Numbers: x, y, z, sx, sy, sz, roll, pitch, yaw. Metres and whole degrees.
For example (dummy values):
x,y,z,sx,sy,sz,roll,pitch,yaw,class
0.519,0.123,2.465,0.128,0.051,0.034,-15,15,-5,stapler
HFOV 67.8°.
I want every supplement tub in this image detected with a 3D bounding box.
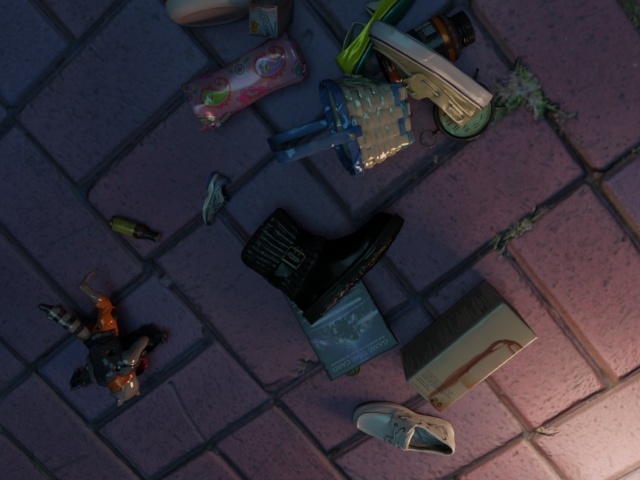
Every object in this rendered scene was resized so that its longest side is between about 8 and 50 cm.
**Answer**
x,y,z,sx,sy,sz,roll,pitch,yaw,class
0.226,-0.408,1.021,0.198,0.106,0.106,-25,101,11,supplement tub
-0.248,-0.600,0.972,0.191,0.191,0.272,-8,104,8,supplement tub

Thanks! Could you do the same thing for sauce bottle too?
x,y,z,sx,sy,sz,roll,pitch,yaw,class
-0.477,-0.026,1.224,0.128,0.042,0.042,20,106,2,sauce bottle

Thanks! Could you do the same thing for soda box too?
x,y,z,sx,sy,sz,roll,pitch,yaw,class
-0.099,-0.474,0.992,0.058,0.183,0.063,9,126,4,soda box

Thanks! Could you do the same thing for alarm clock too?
x,y,z,sx,sy,sz,roll,pitch,yaw,class
0.303,-0.279,1.070,0.192,0.064,0.129,-38,99,11,alarm clock

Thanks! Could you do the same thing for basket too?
x,y,z,sx,sy,sz,roll,pitch,yaw,class
0.031,-0.240,1.017,0.289,0.255,0.201,-24,113,-3,basket

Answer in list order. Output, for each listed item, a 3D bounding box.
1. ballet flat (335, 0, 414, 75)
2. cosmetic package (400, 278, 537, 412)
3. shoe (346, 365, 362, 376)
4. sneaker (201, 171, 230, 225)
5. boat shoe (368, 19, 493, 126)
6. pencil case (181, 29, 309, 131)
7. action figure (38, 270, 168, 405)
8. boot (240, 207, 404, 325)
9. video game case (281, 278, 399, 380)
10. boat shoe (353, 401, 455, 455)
x,y,z,sx,sy,sz,roll,pitch,yaw,class
0.114,-0.468,1.037,0.077,0.077,0.231,42,107,11,ballet flat
0.350,0.255,1.163,0.129,0.153,0.296,43,106,-8,cosmetic package
0.048,0.245,1.235,0.076,0.058,0.219,-24,86,16,shoe
-0.257,-0.098,1.180,0.058,0.052,0.135,13,106,-2,sneaker
0.213,-0.325,0.948,0.302,0.109,0.094,24,116,-22,boat shoe
-0.167,-0.353,1.064,0.284,0.124,0.124,-25,101,11,pencil case
-0.606,0.298,1.259,0.341,0.178,0.330,-37,89,11,action figure
-0.002,0.001,1.128,0.348,0.131,0.260,-45,81,6,boot
0.042,0.182,1.190,0.196,0.026,0.274,-31,83,8,video game case
0.224,0.508,1.269,0.277,0.096,0.098,10,106,3,boat shoe
